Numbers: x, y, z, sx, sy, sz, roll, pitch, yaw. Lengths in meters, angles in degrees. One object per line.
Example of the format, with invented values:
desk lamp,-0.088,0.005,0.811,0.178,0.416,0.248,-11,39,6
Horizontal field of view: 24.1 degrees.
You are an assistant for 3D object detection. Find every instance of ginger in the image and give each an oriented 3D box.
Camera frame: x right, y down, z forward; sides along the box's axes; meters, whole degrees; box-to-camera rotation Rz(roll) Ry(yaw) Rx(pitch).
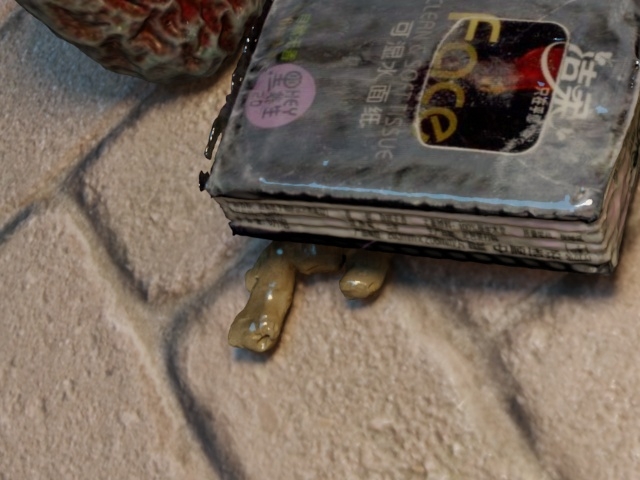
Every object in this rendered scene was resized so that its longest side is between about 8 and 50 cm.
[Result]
ginger,0.012,0.005,1.378,0.149,0.065,0.258,30,83,36

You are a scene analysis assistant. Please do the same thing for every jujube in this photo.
jujube,-0.193,-0.292,1.495,0.226,0.317,0.226,-20,56,32

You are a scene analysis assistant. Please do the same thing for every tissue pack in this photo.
tissue pack,0.103,-0.112,1.298,0.361,0.122,0.259,7,62,25
